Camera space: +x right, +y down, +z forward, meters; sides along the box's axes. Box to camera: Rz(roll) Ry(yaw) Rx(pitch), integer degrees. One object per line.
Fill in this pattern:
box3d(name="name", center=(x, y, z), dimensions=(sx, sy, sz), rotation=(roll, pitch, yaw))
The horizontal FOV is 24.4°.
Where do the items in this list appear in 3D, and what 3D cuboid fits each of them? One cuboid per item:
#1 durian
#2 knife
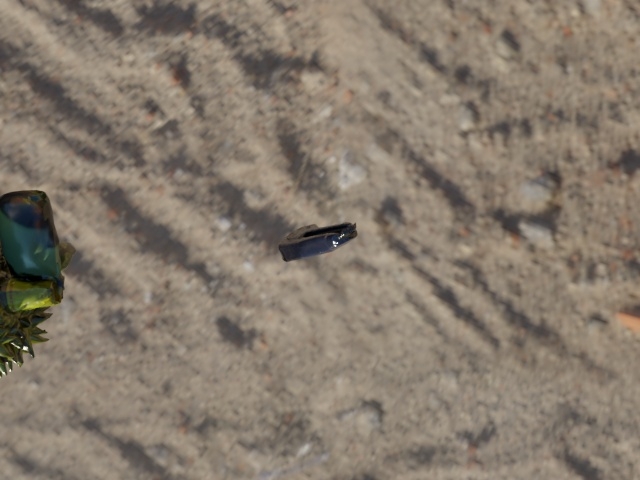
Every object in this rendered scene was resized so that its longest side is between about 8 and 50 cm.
box3d(name="durian", center=(-0.238, 0.032, 0.762), dimensions=(0.159, 0.198, 0.146), rotation=(27, 116, 51))
box3d(name="knife", center=(0.000, 0.000, 0.999), dimensions=(0.018, 0.031, 0.121), rotation=(65, 158, -7))
